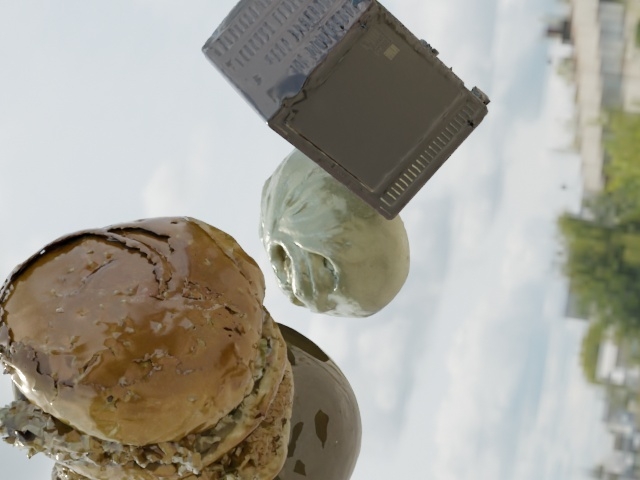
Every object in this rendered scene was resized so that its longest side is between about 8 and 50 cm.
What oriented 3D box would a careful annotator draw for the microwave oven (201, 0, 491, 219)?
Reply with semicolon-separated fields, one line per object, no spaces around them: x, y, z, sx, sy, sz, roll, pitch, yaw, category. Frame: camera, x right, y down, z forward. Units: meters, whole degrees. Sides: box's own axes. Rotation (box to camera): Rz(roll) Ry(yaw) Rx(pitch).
0.026;-0.176;1.744;0.178;0.188;0.247;-46;-45;8;microwave oven

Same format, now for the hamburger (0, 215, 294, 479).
-0.147;0.117;1.365;0.260;0.245;0.211;-28;-44;-21;hamburger

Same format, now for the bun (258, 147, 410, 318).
0.000;0.000;1.943;0.133;0.231;0.231;-22;-51;-31;bun

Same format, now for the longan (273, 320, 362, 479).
-0.102;0.231;1.789;0.319;0.319;0.319;8;-90;-78;longan
